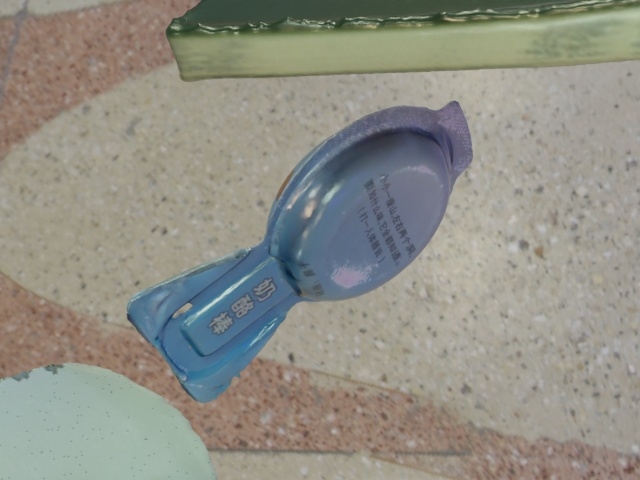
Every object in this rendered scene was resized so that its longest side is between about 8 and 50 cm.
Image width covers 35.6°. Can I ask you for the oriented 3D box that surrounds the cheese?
[{"bbox_3d":[0.000,0.000,0.621,0.245,0.135,0.052,-37,48,-10],"label":"cheese"}]

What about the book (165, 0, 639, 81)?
[{"bbox_3d":[0.118,-0.179,0.485,0.260,0.043,0.371,2,38,26],"label":"book"}]

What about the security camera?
[{"bbox_3d":[-0.191,0.222,0.675,0.194,0.195,0.236,55,132,34],"label":"security camera"}]
